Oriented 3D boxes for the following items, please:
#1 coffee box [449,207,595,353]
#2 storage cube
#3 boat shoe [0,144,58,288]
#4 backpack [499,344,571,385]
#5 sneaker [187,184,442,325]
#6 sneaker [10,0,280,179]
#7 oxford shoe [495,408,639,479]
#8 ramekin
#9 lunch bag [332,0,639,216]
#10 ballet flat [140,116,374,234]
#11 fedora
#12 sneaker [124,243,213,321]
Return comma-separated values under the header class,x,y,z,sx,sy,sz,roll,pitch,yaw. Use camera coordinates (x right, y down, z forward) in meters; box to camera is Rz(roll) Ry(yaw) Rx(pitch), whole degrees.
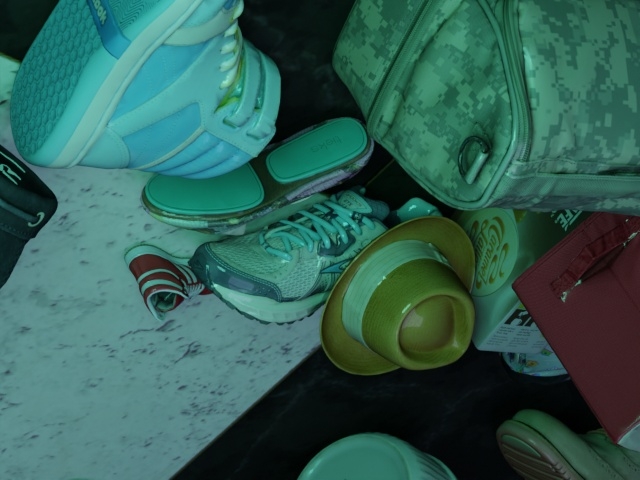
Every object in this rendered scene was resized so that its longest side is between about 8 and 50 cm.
class,x,y,z,sx,sy,sz,roll,pitch,yaw
coffee box,0.228,-0.019,1.740,0.098,0.141,0.246,7,134,-39
storage cube,0.330,0.077,1.640,0.183,0.193,0.215,-42,147,18
boat shoe,-0.344,-0.121,1.212,0.156,0.187,0.500,-39,138,-4
backpack,0.258,0.075,1.902,0.152,0.115,0.182,-20,142,-5
sneaker,0.000,0.000,1.676,0.283,0.110,0.122,-2,127,-41
sneaker,-0.087,-0.165,1.374,0.208,0.127,0.319,10,141,-37
oxford shoe,0.359,0.280,2.251,0.397,0.140,0.147,38,80,-47
ramekin,0.059,0.319,2.018,0.207,0.207,0.109,-34,136,11
lunch bag,0.202,-0.129,1.483,0.305,0.256,0.213,1,137,-34
ballet flat,-0.054,-0.048,1.589,0.221,0.077,0.079,-20,152,-14
fedora,0.091,0.069,1.669,0.194,0.079,0.194,-24,136,-25
sneaker,-0.130,0.047,1.662,0.118,0.067,0.042,18,127,-45
